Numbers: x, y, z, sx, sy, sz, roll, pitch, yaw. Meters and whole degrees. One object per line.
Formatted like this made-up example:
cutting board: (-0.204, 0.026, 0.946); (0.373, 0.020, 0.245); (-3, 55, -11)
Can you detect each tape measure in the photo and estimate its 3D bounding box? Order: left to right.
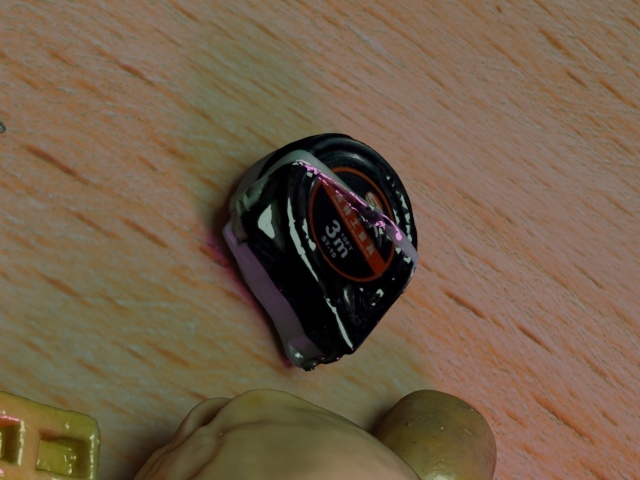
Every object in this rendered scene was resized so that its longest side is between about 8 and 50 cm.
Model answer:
tape measure: (0.002, -0.003, 1.790); (0.181, 0.107, 0.182); (-40, 103, -44)

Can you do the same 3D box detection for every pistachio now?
pistachio: (-0.028, 0.231, 1.595); (0.318, 0.193, 0.214); (12, 69, -46)

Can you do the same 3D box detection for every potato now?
potato: (0.102, 0.207, 1.805); (0.178, 0.118, 0.109); (-58, 158, -57)

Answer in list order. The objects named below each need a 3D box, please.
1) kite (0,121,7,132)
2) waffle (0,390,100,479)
kite: (-0.311, -0.082, 1.572); (0.152, 0.005, 0.137); (-33, 99, -49)
waffle: (-0.265, 0.223, 1.453); (0.221, 0.055, 0.248); (20, 60, -40)
